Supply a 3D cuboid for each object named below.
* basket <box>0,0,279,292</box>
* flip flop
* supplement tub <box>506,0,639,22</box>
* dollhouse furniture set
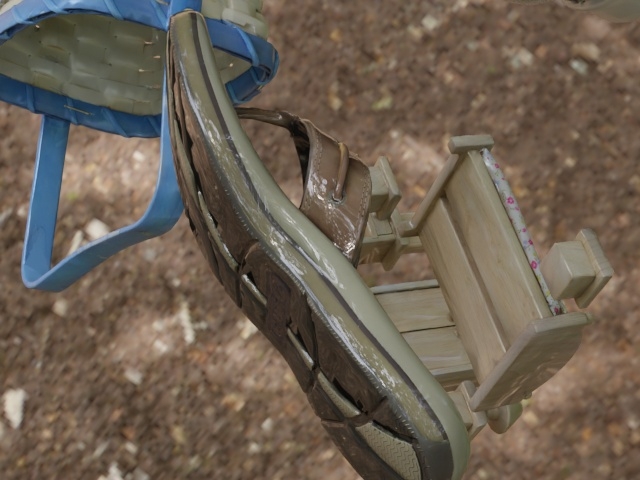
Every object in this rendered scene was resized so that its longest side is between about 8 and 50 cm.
[{"bbox_3d":[-0.157,-0.119,1.132,0.201,0.255,0.289,10,70,-32],"label":"basket"},{"bbox_3d":[0.000,0.000,0.738,0.080,0.112,0.277,-27,64,-19],"label":"flip flop"},{"bbox_3d":[0.097,-0.293,0.957,0.325,0.235,0.235,22,45,-18],"label":"supplement tub"},{"bbox_3d":[0.170,-0.005,1.362,0.174,0.355,0.303,-6,59,-25],"label":"dollhouse furniture set"}]
